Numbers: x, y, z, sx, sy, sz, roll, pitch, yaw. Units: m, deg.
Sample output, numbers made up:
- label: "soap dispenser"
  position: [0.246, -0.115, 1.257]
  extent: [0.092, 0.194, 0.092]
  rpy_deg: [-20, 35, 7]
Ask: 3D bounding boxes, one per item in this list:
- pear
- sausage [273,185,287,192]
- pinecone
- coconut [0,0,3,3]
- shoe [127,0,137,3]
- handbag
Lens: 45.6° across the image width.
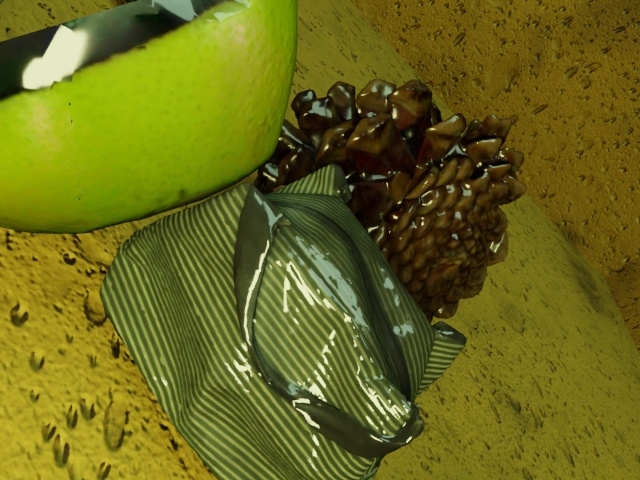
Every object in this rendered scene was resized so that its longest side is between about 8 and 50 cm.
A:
- label: "pear"
  position: [-0.189, -0.112, 0.674]
  extent: [0.399, 0.398, 0.165]
  rpy_deg: [-66, 143, -64]
- label: "sausage"
  position: [0.000, 0.000, 0.858]
  extent: [0.158, 0.042, 0.036]
  rpy_deg: [53, -17, 1]
- label: "pinecone"
  position: [0.068, -0.071, 1.052]
  extent: [0.384, 0.384, 0.384]
  rpy_deg: [40, 26, -24]
- label: "coconut"
  position: [-0.363, -0.281, 0.600]
  extent: [0.255, 0.297, 0.297]
  rpy_deg: [56, 21, -20]
- label: "shoe"
  position: [-0.306, -0.438, 1.240]
  extent: [0.077, 0.074, 0.194]
  rpy_deg: [28, 28, -21]
- label: "handbag"
  position: [-0.030, 0.091, 0.756]
  extent: [0.341, 0.240, 0.247]
  rpy_deg: [55, 27, 5]
